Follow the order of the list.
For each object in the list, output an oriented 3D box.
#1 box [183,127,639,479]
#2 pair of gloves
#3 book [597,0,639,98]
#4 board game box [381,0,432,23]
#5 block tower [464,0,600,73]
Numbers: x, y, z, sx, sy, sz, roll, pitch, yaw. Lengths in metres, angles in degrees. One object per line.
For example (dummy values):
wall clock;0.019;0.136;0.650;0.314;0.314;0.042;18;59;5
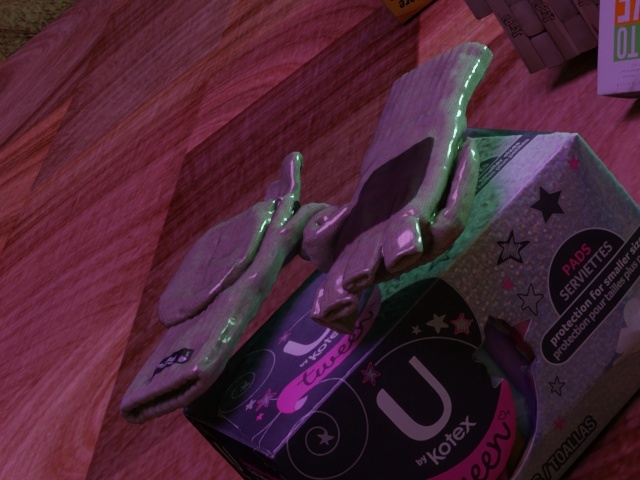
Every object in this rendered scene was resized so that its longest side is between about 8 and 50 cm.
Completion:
box;0.069;0.066;1.116;0.247;0.142;0.163;-47;18;-12
pair of gloves;0.000;0.000;1.115;0.240;0.042;0.204;-32;24;31
book;0.235;-0.174;1.354;0.096;0.035;0.144;-3;86;57
board game box;0.106;-0.510;2.001;0.356;0.356;0.356;-37;19;17
block tower;0.263;-0.228;1.445;0.335;0.097;0.091;-22;16;43
